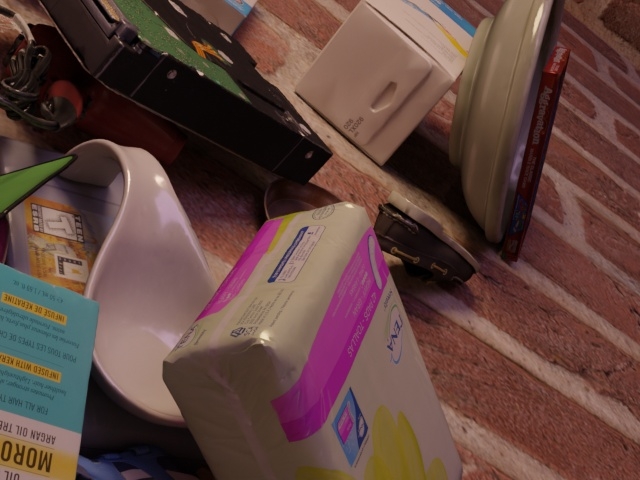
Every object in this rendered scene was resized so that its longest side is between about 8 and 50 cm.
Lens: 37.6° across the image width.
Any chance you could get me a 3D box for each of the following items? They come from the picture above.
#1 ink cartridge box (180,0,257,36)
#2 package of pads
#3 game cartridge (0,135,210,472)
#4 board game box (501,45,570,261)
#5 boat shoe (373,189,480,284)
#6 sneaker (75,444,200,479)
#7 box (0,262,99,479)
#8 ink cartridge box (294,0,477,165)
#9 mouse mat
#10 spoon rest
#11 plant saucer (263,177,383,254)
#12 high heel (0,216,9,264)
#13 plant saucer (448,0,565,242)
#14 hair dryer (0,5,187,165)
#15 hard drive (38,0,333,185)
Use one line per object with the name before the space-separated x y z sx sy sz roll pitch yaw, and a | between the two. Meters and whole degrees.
ink cartridge box | -0.139 -0.349 1.298 0.104 0.060 0.180 35 32 -11
package of pads | 0.013 0.142 0.722 0.296 0.101 0.229 68 25 -20
game cartridge | -0.177 0.046 0.780 0.198 0.062 0.297 13 42 -34
board game box | 0.308 -0.124 1.343 0.027 0.281 0.145 14 28 13
boat shoe | 0.123 0.012 1.132 0.081 0.068 0.228 36 1 36
sneaker | -0.141 0.174 0.664 0.144 0.053 0.059 32 32 -34
box | -0.202 0.137 0.555 0.100 0.060 0.244 28 49 -38
ink cartridge box | 0.105 -0.254 1.350 0.168 0.171 0.232 40 31 -1
mouse mat | -0.272 -0.009 0.661 0.189 0.153 0.007 -58 131 -59
spoon rest | -0.138 0.021 0.724 0.137 0.084 0.276 9 43 -42
plant saucer | 0.000 0.000 1.059 0.168 0.029 0.168 28 34 -21
high heel | -0.295 0.042 0.628 0.117 0.082 0.244 34 42 -23
plant saucer | 0.255 -0.200 1.320 0.101 0.400 0.400 14 28 13
hair dryer | -0.239 -0.127 0.864 0.293 0.080 0.223 15 31 -53
hard drive | -0.150 -0.192 0.990 0.237 0.064 0.339 52 15 31
